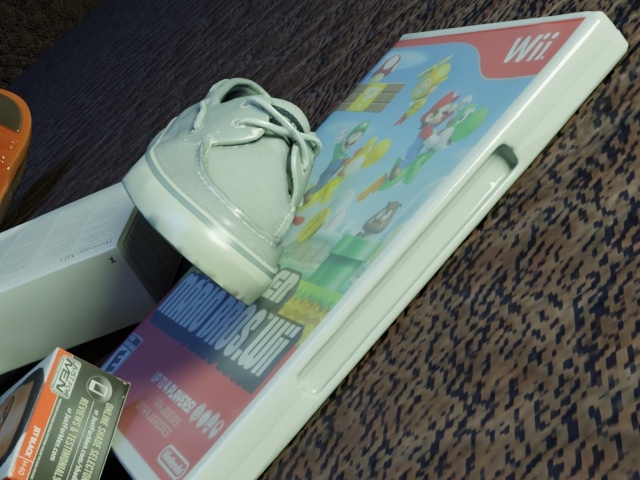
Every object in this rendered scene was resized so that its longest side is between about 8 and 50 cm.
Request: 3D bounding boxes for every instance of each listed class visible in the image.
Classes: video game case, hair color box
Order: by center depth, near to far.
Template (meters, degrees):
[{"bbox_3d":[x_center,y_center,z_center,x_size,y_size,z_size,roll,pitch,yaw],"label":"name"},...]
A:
[{"bbox_3d":[-0.153,0.115,0.571,0.141,0.043,0.072,-37,30,42],"label":"hair color box"},{"bbox_3d":[0.000,0.000,0.572,0.285,0.025,0.204,-48,20,-10],"label":"video game case"}]

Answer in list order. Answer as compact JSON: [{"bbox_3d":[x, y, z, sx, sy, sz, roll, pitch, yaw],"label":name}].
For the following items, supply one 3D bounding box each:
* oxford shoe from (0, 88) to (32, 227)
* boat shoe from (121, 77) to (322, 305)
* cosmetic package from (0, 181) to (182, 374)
[{"bbox_3d":[-0.407,0.006,1.257,0.132,0.130,0.363,107,-176,-56],"label":"oxford shoe"},{"bbox_3d":[-0.043,-0.041,0.580,0.081,0.079,0.227,-46,17,8],"label":"boat shoe"},{"bbox_3d":[-0.207,0.040,0.766,0.239,0.060,0.099,-21,26,19],"label":"cosmetic package"}]
